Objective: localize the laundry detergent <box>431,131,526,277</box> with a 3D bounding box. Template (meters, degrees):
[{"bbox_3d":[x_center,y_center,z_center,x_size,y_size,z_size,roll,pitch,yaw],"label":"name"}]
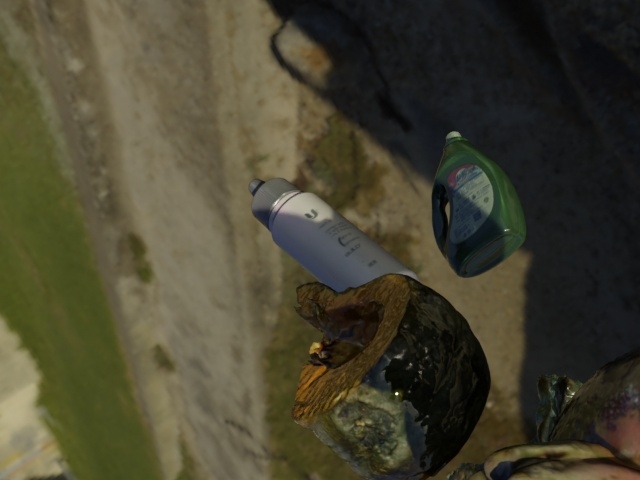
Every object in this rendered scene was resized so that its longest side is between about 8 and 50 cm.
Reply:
[{"bbox_3d":[0.201,-0.059,1.691,0.137,0.063,0.211,-44,45,32],"label":"laundry detergent"}]

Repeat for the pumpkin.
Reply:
[{"bbox_3d":[0.043,0.143,1.254,0.139,0.190,0.280,38,159,-20],"label":"pumpkin"}]

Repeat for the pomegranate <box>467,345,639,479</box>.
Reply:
[{"bbox_3d":[0.221,0.168,0.726,0.285,0.340,0.285,-23,60,47],"label":"pomegranate"}]

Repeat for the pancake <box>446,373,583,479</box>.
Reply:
[{"bbox_3d":[0.185,0.303,1.276,0.376,0.054,0.197,-64,32,20],"label":"pancake"}]

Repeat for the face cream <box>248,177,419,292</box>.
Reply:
[{"bbox_3d":[0.000,0.000,1.669,0.311,0.092,0.092,38,153,37],"label":"face cream"}]
